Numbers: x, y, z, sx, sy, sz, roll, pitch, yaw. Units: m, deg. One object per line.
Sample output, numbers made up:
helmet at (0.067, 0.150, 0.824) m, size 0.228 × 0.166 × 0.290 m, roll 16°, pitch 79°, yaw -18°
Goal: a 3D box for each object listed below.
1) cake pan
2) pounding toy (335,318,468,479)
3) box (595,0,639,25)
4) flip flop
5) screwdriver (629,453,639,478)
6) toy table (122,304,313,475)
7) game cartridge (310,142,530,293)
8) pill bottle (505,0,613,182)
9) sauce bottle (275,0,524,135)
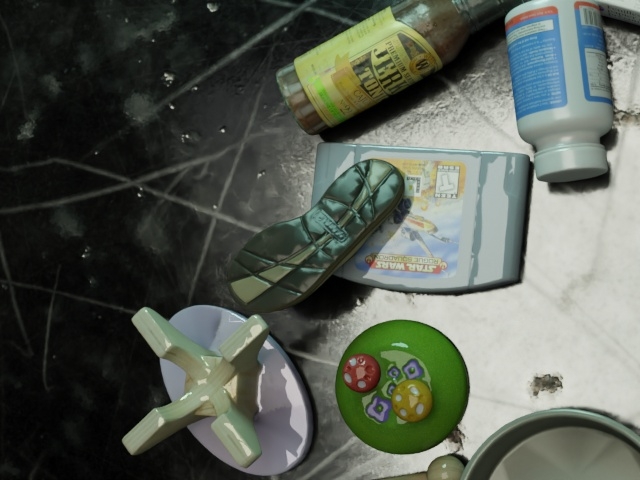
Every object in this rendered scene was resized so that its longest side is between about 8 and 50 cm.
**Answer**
cake pan at (0.310, 0.359, 1.446) m, size 0.293 × 0.054 × 0.293 m, roll -6°, pitch 76°, yaw 25°
pounding toy at (0.097, 0.220, 1.522) m, size 0.183 × 0.110 × 0.237 m, roll -6°, pitch 82°, yaw 17°
box at (0.492, -0.289, 1.474) m, size 0.324 × 0.063 × 0.067 m, roll 19°, pitch 89°, yaw 19°
flip flop at (0.000, 0.000, 1.547) m, size 0.277 × 0.080 × 0.112 m, roll -42°, pitch 68°, yaw -6°
screwdriver at (0.446, 0.230, 1.453) m, size 0.024 × 0.025 × 0.170 m, roll 39°, pitch 97°, yaw 18°
toy table at (-0.139, 0.200, 1.575) m, size 0.274 × 0.161 × 0.252 m, roll 37°, pitch 96°, yaw 19°
game cartridge at (0.127, -0.028, 1.571) m, size 0.297 × 0.062 × 0.198 m, roll 4°, pitch 81°, yaw 18°
pill bottle at (0.309, -0.191, 1.491) m, size 0.124 × 0.124 × 0.221 m, roll -7°, pitch 82°, yaw 17°
sauce bottle at (0.108, -0.265, 1.570) m, size 0.344 × 0.111 × 0.111 m, roll -28°, pitch 76°, yaw 15°
